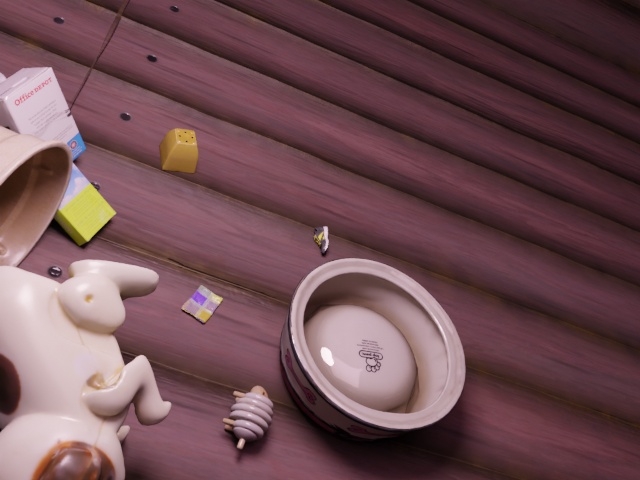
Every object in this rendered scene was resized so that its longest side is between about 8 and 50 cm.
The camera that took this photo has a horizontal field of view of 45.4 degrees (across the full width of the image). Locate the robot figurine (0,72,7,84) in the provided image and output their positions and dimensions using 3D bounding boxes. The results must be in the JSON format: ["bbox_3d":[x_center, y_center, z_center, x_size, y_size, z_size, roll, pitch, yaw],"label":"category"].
[{"bbox_3d":[-0.829,-0.372,1.592,0.353,0.200,0.300,35,46,1],"label":"robot figurine"}]

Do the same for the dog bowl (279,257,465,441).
[{"bbox_3d":[0.095,0.242,1.628,0.408,0.150,0.408,16,48,-18],"label":"dog bowl"}]

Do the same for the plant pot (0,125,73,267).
[{"bbox_3d":[-0.673,-0.113,1.374,0.305,0.334,0.334,32,45,1],"label":"plant pot"}]

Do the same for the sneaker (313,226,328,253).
[{"bbox_3d":[0.000,0.000,1.866,0.035,0.031,0.083,5,46,-8],"label":"sneaker"}]

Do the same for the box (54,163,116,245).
[{"bbox_3d":[-0.520,-0.090,1.589,0.178,0.042,0.109,53,42,-19],"label":"box"}]

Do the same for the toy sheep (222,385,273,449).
[{"bbox_3d":[-0.136,0.339,1.467,0.091,0.091,0.132,24,59,-9],"label":"toy sheep"}]

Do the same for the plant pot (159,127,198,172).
[{"bbox_3d":[-0.332,-0.221,1.824,0.082,0.083,0.081,4,52,-25],"label":"plant pot"}]

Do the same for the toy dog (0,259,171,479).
[{"bbox_3d":[-0.419,0.249,1.212,0.395,0.285,0.407,30,42,-56],"label":"toy dog"}]

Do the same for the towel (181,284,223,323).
[{"bbox_3d":[-0.250,0.135,1.624,0.060,0.009,0.083,35,45,2],"label":"towel"}]

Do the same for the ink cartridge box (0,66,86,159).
[{"bbox_3d":[-0.600,-0.241,1.604,0.086,0.203,0.148,5,38,25],"label":"ink cartridge box"}]
